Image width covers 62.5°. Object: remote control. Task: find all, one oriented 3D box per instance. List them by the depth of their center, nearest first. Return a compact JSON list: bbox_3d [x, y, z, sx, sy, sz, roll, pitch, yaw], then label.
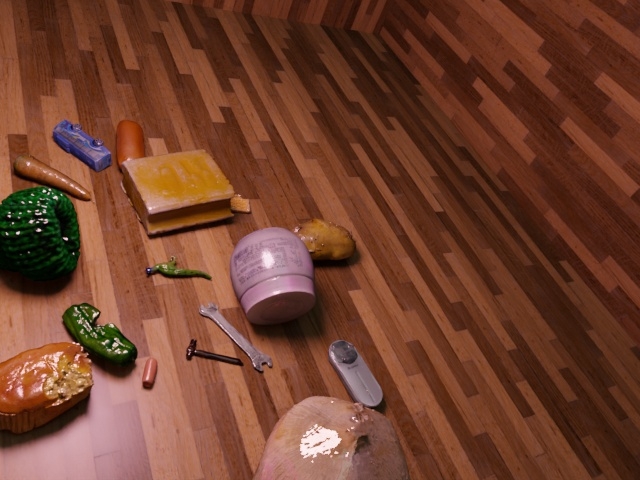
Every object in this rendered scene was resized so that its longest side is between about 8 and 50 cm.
[{"bbox_3d":[0.108,0.432,1.703,0.104,0.052,0.247,-10,53,-35],"label":"remote control"}]

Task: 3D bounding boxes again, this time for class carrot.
[{"bbox_3d":[-0.905,-0.204,1.819,0.298,0.078,0.078,28,42,-8],"label":"carrot"}]

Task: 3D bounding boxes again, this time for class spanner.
[{"bbox_3d":[-0.268,0.300,1.669,0.302,0.018,0.071,42,43,15],"label":"spanner"}]

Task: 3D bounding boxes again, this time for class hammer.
[{"bbox_3d":[-0.317,0.346,1.597,0.178,0.021,0.065,16,42,-13],"label":"hammer"}]

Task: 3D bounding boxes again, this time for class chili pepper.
[{"bbox_3d":[-0.622,0.269,1.477,0.253,0.084,0.099,35,41,16],"label":"chili pepper"}]

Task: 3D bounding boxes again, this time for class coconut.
[{"bbox_3d":[0.035,0.571,1.299,0.404,0.405,0.405,14,43,-14],"label":"coconut"}]

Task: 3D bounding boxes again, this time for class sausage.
[{"bbox_3d":[-0.479,0.370,1.481,0.034,0.034,0.083,13,43,-15],"label":"sausage"},{"bbox_3d":[-0.733,-0.365,2.033,0.105,0.105,0.275,2,47,-25],"label":"sausage"}]

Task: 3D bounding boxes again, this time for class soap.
[{"bbox_3d":[-0.516,-0.184,1.917,0.334,0.156,0.293,-15,56,-31],"label":"soap"}]

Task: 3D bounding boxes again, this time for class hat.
[{"bbox_3d":[-0.881,-0.009,1.507,0.331,0.275,0.242,-5,14,-1],"label":"hat"}]

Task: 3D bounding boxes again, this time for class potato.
[{"bbox_3d":[0.000,0.000,2.011,0.300,0.140,0.173,0,53,-32],"label":"potato"}]

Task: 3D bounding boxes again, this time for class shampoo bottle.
[{"bbox_3d":[-0.153,0.119,1.718,0.272,0.273,0.267,-1,58,-27],"label":"shampoo bottle"}]

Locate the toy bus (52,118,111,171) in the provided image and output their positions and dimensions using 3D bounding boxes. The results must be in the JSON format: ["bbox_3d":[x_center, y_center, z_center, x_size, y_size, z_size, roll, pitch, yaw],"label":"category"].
[{"bbox_3d":[-0.886,-0.354,1.959,0.236,0.079,0.094,34,44,8],"label":"toy bus"}]

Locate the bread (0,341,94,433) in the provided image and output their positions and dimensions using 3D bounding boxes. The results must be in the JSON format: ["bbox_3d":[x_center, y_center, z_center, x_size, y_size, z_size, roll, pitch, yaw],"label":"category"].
[{"bbox_3d":[-0.698,0.357,1.313,0.250,0.133,0.179,-16,53,-38],"label":"bread"}]

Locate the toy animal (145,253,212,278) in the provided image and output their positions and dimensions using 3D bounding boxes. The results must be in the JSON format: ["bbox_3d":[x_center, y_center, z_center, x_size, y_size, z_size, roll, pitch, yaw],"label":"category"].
[{"bbox_3d":[-0.471,0.089,1.761,0.216,0.041,0.075,8,47,-25],"label":"toy animal"}]

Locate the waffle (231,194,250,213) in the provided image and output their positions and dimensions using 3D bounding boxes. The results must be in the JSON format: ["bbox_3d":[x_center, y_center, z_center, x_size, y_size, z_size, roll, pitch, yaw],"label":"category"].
[{"bbox_3d":[-0.344,-0.148,2.071,0.134,0.021,0.092,5,47,-23],"label":"waffle"}]
